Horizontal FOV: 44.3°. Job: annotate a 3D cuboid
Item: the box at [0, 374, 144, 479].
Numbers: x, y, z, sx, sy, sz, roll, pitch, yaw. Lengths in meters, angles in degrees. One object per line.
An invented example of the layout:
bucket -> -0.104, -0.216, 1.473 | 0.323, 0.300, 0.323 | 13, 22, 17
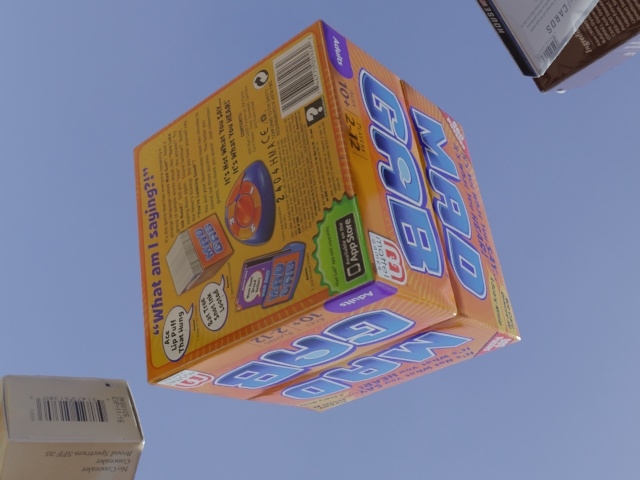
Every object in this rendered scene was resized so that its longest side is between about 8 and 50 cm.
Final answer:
box -> -0.310, 0.316, 0.888 | 0.121, 0.147, 0.311 | 48, -54, 55

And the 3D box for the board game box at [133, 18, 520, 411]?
board game box -> 0.000, 0.000, 1.087 | 0.356, 0.356, 0.357 | -26, -120, 30

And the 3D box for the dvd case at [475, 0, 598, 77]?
dvd case -> 0.211, -0.314, 0.796 | 0.179, 0.239, 0.029 | -51, -147, -11

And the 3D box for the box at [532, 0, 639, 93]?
box -> 0.434, -0.344, 0.984 | 0.381, 0.191, 0.143 | -34, -97, 34
